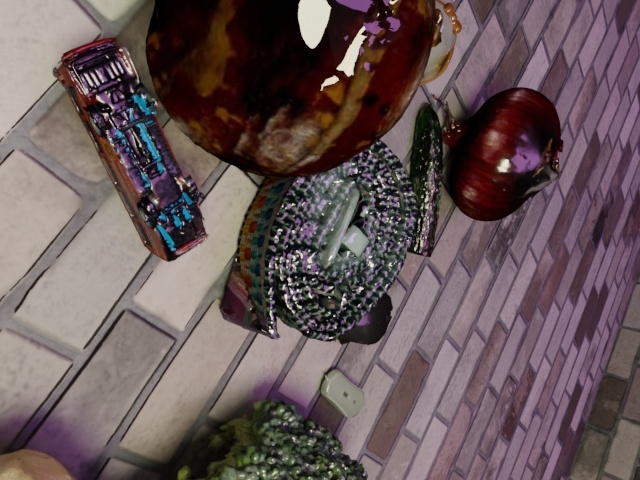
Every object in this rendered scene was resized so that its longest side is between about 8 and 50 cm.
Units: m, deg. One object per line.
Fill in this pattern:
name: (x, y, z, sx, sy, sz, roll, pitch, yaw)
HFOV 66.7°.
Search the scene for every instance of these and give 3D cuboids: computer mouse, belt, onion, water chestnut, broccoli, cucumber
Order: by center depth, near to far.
water chestnut: (-0.008, -0.230, 0.518, 0.347, 0.335, 0.334, -2, 99, -39)
broccoli: (-0.075, 0.369, 0.613, 0.318, 0.338, 0.277, -31, 90, -13)
belt: (0.000, 0.000, 0.687, 0.207, 0.161, 0.294, 23, 81, -25)
computer mouse: (0.034, 0.268, 0.864, 0.110, 0.032, 0.055, 49, 63, -27)
computer mouse: (0.088, 0.140, 0.872, 0.172, 0.057, 0.098, 2, 95, -48)
cucumber: (0.201, -0.116, 0.929, 0.068, 0.068, 0.293, 0, 97, -44)
onion: (0.334, -0.181, 0.972, 0.273, 0.285, 0.273, -60, 170, -17)

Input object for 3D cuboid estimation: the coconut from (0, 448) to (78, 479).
coconut: (-0.294, 0.309, 0.417, 0.233, 0.233, 0.245, 21, 85, -44)

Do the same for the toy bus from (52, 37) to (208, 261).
toy bus: (-0.199, -0.089, 0.523, 0.074, 0.097, 0.234, -37, 122, -32)

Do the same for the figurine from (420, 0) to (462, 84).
figurine: (0.170, -0.356, 0.797, 0.271, 0.143, 0.143, -52, 129, -24)
